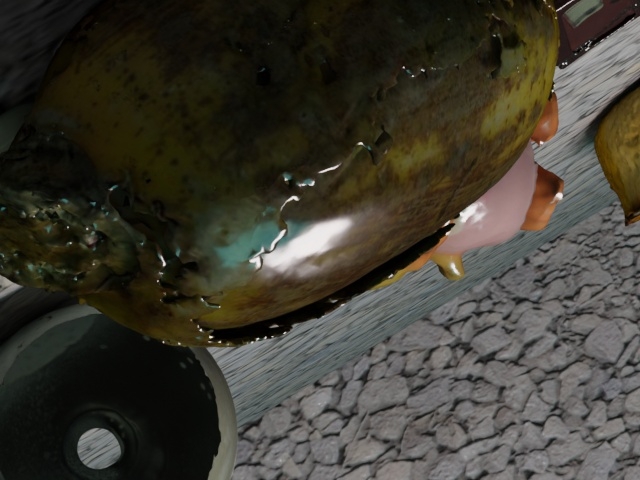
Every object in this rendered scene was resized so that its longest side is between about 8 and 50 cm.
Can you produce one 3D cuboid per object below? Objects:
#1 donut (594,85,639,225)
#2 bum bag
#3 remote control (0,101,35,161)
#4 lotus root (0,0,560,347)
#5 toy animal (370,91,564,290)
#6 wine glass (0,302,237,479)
[{"bbox_3d":[0.562,-0.194,1.733,0.435,0.163,0.377,-38,166,38],"label":"donut"},{"bbox_3d":[0.247,-0.210,1.137,0.109,0.026,0.159,-34,164,9],"label":"bum bag"},{"bbox_3d":[-0.117,-0.047,0.786,0.090,0.038,0.309,-36,169,20],"label":"remote control"},{"bbox_3d":[-0.010,-0.067,0.648,0.397,0.179,0.196,-30,148,-46],"label":"lotus root"},{"bbox_3d":[0.063,-0.048,1.001,0.169,0.195,0.281,10,-155,38],"label":"toy animal"},{"bbox_3d":[-0.191,0.175,1.073,0.238,0.238,0.323,-29,172,-16],"label":"wine glass"}]
